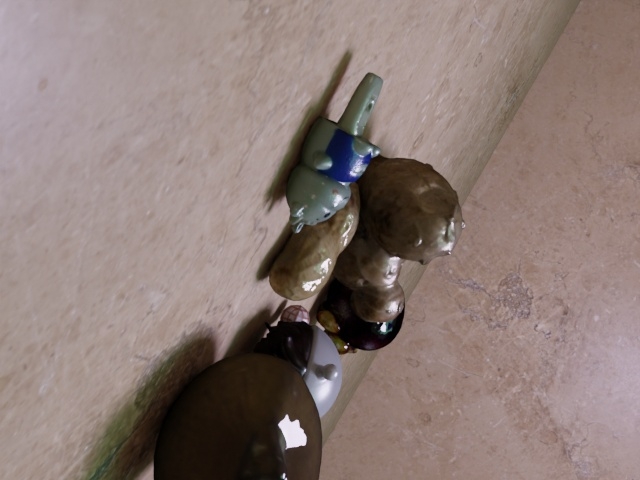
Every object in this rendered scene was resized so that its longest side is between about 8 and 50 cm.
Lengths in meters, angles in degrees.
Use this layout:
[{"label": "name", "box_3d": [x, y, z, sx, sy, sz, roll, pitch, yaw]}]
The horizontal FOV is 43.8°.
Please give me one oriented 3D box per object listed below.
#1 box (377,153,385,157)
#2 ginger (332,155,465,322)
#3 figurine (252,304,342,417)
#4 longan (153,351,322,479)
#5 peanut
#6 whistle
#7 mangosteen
[{"label": "box", "box_3d": [0.156, -0.084, 1.546, 0.090, 0.144, 0.201, -57, 168, 5]}, {"label": "ginger", "box_3d": [0.109, -0.005, 1.381, 0.155, 0.244, 0.304, -16, 145, -41]}, {"label": "figurine", "box_3d": [-0.058, 0.259, 1.435, 0.370, 0.167, 0.281, 112, -5, -66]}, {"label": "longan", "box_3d": [-0.116, 0.308, 1.151, 0.300, 0.243, 0.300, -175, -90, -75]}, {"label": "peanut", "box_3d": [-0.001, -0.001, 1.274, 0.228, 0.086, 0.104, -56, 156, -22]}, {"label": "whistle", "box_3d": [0.023, -0.115, 1.095, 0.244, 0.092, 0.110, -61, 162, 10]}, {"label": "mangosteen", "box_3d": [0.075, 0.167, 1.747, 0.230, 0.194, 0.194, -36, 168, 7]}]
